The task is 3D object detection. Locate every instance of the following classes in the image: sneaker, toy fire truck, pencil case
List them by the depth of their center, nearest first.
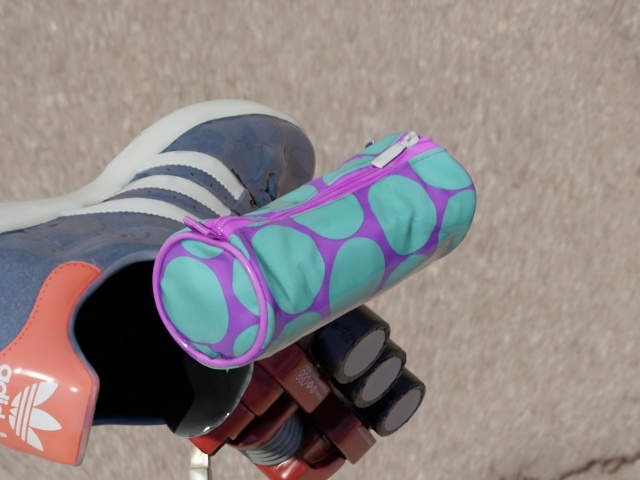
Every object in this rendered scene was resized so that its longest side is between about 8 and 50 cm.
[{"bbox_3d":[0.000,0.000,0.655,0.064,0.070,0.151,24,35,33],"label":"pencil case"},{"bbox_3d":[-0.075,0.026,0.822,0.148,0.131,0.350,27,33,21],"label":"sneaker"},{"bbox_3d":[-0.041,0.157,1.168,0.246,0.217,0.158,-46,63,-7],"label":"toy fire truck"}]
